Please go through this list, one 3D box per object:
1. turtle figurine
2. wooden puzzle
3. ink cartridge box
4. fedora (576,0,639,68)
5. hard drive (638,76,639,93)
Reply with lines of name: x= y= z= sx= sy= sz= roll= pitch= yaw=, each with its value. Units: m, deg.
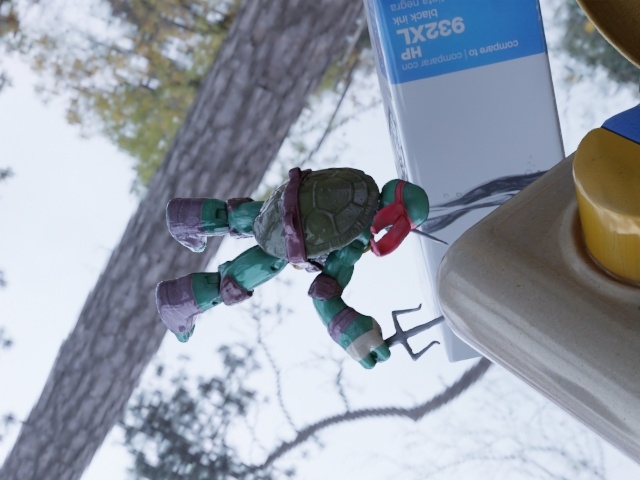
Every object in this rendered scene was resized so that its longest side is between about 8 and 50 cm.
turtle figurine: x=0.000 y=0.000 z=0.883 sx=0.234 sy=0.118 sz=0.175 roll=-9 pitch=-141 yaw=20
wooden puzzle: x=0.269 y=-0.022 z=0.584 sx=0.348 sy=0.080 sz=0.322 roll=-39 pitch=-136 yaw=-15
ink cartridge box: x=0.128 y=-0.081 z=1.058 sx=0.129 sy=0.307 sz=0.223 roll=-12 pitch=-164 yaw=1
fedora: x=0.175 y=-0.146 z=0.450 sx=0.194 sy=0.194 sz=0.079 roll=22 pitch=-178 yaw=-9
hard drive: x=0.355 y=-0.210 z=1.187 sx=0.094 sy=0.135 sz=0.022 roll=-13 pitch=-150 yaw=-24
